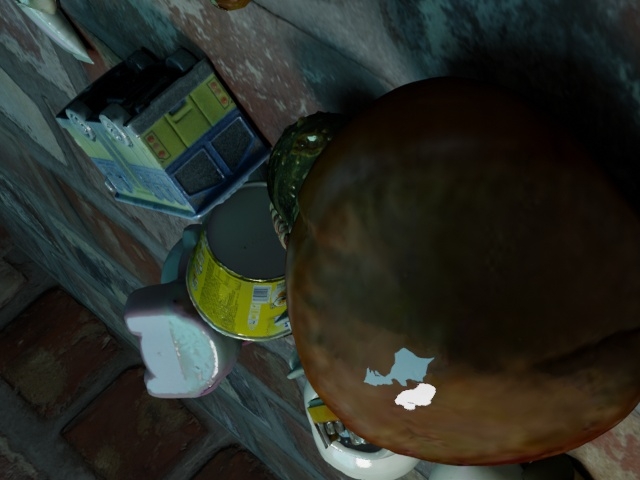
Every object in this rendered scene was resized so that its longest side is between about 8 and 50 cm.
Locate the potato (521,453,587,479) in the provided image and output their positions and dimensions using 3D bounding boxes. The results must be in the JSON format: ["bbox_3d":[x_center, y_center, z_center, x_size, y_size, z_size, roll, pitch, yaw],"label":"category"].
[{"bbox_3d":[0.334,0.345,1.756,0.103,0.066,0.096,50,177,-31],"label":"potato"}]

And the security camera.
[{"bbox_3d":[0.074,0.231,1.922,0.194,0.194,0.236,39,157,23],"label":"security camera"}]

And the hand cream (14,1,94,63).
[{"bbox_3d":[-0.423,-0.349,2.001,0.205,0.050,0.078,51,163,-31],"label":"hand cream"}]

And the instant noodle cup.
[{"bbox_3d":[-0.088,0.023,1.818,0.205,0.205,0.153,41,157,15],"label":"instant noodle cup"}]

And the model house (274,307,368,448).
[{"bbox_3d":[0.062,0.131,1.668,0.215,0.198,0.224,65,165,2],"label":"model house"}]

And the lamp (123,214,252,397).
[{"bbox_3d":[-0.146,0.090,1.993,0.247,0.301,0.247,-8,114,22],"label":"lamp"}]

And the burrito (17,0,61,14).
[{"bbox_3d":[-0.449,-0.435,1.831,0.096,0.066,0.309,32,161,32],"label":"burrito"}]

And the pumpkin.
[{"bbox_3d":[0.030,-0.056,1.416,0.190,0.146,0.190,20,179,0],"label":"pumpkin"}]

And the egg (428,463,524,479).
[{"bbox_3d":[0.231,0.370,1.913,0.151,0.151,0.209,33,155,36],"label":"egg"}]

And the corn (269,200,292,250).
[{"bbox_3d":[0.000,0.000,1.565,0.092,0.092,0.280,56,-175,-29],"label":"corn"}]

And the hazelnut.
[{"bbox_3d":[0.128,0.027,1.145,0.372,0.315,0.372,-22,-90,-82],"label":"hazelnut"}]

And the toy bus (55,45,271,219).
[{"bbox_3d":[-0.225,-0.148,1.808,0.190,0.152,0.312,54,161,-24],"label":"toy bus"}]

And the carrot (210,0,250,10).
[{"bbox_3d":[-0.099,-0.319,1.261,0.070,0.070,0.260,39,161,22],"label":"carrot"}]
